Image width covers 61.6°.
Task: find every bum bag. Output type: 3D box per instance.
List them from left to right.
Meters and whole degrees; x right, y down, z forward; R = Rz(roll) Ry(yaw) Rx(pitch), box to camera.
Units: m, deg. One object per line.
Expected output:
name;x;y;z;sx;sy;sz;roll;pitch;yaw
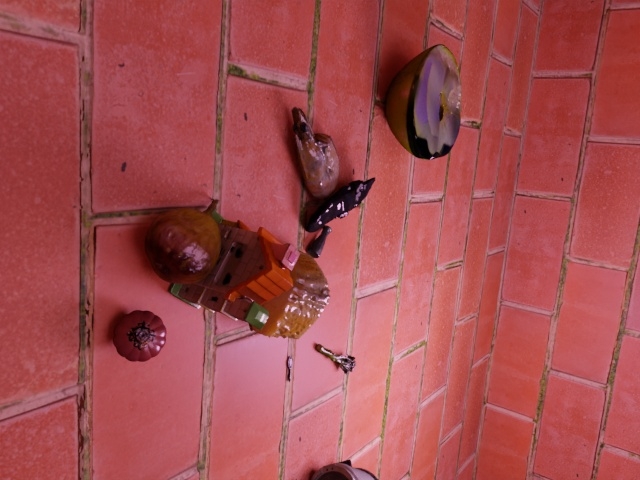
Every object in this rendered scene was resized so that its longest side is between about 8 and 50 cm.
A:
bum bag;0.068;-0.113;1.627;0.310;0.074;0.137;-37;168;-44

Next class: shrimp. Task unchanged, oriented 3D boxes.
shrimp;-0.008;-0.251;1.514;0.168;0.077;0.317;-61;148;-35

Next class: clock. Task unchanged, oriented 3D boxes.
clock;-0.178;0.067;1.204;0.106;0.255;0.220;46;64;-50

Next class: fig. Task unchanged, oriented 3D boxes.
fig;-0.276;-0.018;1.170;0.257;0.159;0.159;-70;150;-49

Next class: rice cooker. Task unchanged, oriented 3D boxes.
rice cooker;0.089;0.893;1.834;0.227;0.241;0.280;45;27;-46

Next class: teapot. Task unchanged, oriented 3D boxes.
teapot;0.000;0.000;1.622;0.110;0.043;0.043;-61;142;-29

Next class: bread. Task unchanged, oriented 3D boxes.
bread;-0.088;0.131;1.439;0.204;0.162;0.262;17;72;-44

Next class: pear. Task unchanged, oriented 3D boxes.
pear;0.340;-0.466;1.847;0.399;0.165;0.399;-21;116;-50

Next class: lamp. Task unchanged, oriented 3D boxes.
lamp;-0.374;0.197;1.111;0.107;0.092;0.107;6;76;-25

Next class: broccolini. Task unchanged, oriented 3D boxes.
broccolini;0.057;0.391;1.797;0.216;0.058;0.067;46;66;-49

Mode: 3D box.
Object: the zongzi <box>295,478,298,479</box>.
zongzi;-0.139;0.793;1.654;0.189;0.081;0.178;48;38;-33

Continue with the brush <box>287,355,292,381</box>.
brush;-0.093;0.392;1.631;0.024;0.008;0.083;-13;110;-56
